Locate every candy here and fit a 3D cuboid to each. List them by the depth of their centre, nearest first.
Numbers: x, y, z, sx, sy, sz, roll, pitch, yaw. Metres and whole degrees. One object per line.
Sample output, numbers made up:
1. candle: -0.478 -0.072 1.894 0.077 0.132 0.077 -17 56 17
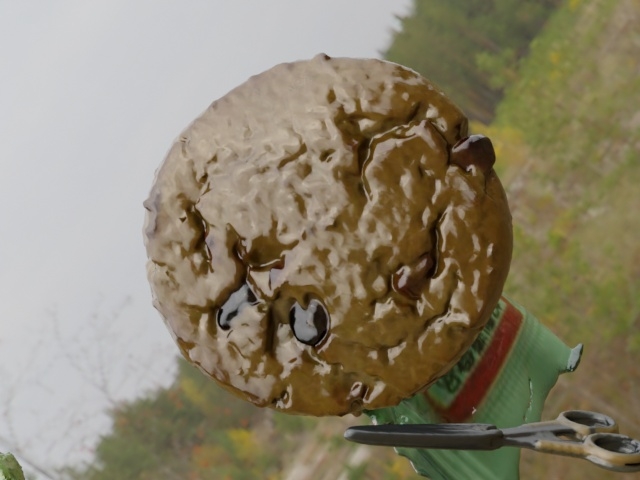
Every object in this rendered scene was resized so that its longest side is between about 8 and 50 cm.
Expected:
1. candy: 0.117 0.133 1.386 0.172 0.263 0.398 -53 0 25

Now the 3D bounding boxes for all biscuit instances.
1. biscuit: -0.001 0.001 1.045 0.296 0.296 0.075 -56 -8 13

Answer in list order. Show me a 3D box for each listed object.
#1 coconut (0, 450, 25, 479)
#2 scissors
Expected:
1. coconut: -0.278 0.239 1.162 0.133 0.055 0.158 -62 18 12
2. scissors: 0.121 0.138 0.966 0.088 0.220 0.017 -130 46 -66
